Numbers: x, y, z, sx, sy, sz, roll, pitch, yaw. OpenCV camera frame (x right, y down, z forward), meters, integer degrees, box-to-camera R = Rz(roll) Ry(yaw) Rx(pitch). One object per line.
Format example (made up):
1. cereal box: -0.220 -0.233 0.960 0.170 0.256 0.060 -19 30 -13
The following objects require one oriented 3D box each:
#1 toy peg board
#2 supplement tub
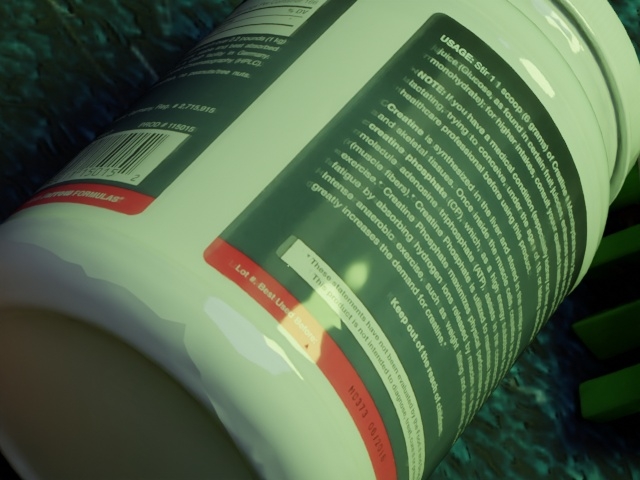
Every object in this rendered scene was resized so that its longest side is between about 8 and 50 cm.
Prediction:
1. toy peg board: 0.197 0.032 0.948 0.160 0.079 0.161 18 61 -40
2. supplement tub: 0.000 0.000 0.766 0.191 0.191 0.272 46 54 -4
